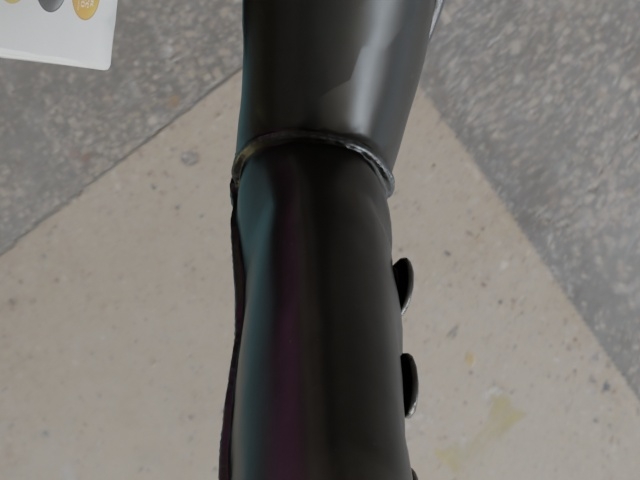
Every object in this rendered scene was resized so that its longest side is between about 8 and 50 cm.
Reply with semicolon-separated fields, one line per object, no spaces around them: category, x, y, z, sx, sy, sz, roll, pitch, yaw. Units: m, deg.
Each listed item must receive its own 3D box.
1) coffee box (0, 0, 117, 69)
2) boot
coffee box;-0.387;-0.341;1.002;0.338;0.334;0.337;9;96;19
boot;0.000;0.001;0.687;0.146;0.445;0.367;4;137;1
